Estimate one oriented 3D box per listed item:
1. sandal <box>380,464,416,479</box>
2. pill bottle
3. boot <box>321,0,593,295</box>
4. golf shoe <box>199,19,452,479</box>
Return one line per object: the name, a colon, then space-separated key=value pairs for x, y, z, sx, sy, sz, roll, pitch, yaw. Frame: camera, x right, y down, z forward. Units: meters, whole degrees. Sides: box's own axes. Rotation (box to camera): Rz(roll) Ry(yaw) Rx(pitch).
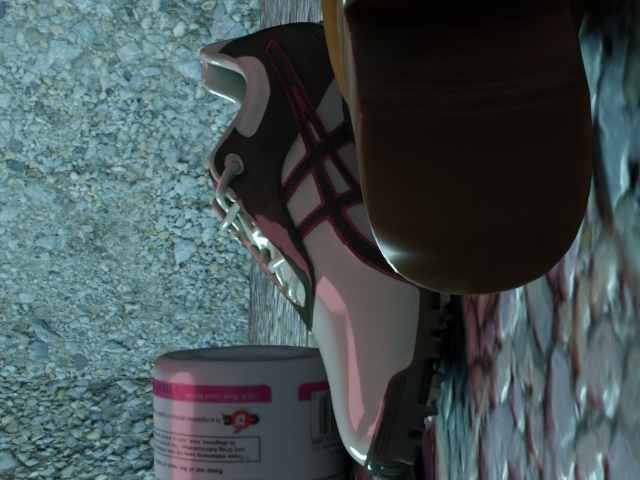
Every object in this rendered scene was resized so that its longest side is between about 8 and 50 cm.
sandal: x=0.030 y=0.201 z=0.717 sx=0.072 sy=0.049 sz=0.180 roll=-154 pitch=63 yaw=-84
pill bottle: x=-0.058 y=0.234 z=1.057 sx=0.160 sy=0.160 sz=0.283 roll=-178 pitch=87 yaw=-85
boot: x=0.045 y=-0.153 z=0.352 sx=0.220 sy=0.109 sz=0.283 roll=-91 pitch=-4 yaw=-50
golf shoe: x=0.000 y=0.000 z=0.662 sx=0.105 sy=0.120 sz=0.272 roll=100 pitch=167 yaw=-55
